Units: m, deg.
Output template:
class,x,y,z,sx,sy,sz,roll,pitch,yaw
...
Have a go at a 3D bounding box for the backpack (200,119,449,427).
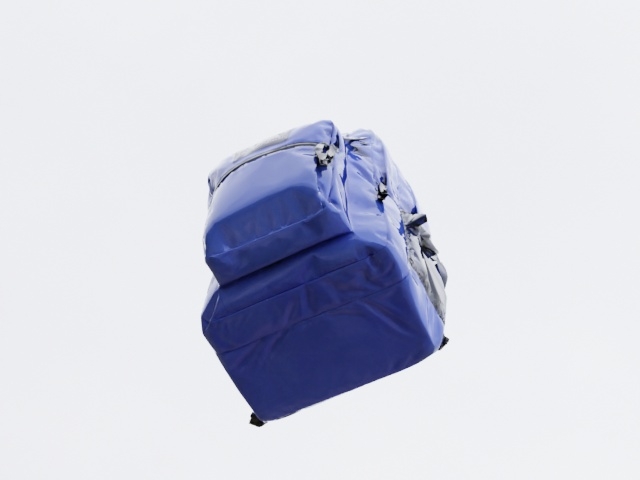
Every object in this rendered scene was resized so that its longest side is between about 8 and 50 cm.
class,x,y,z,sx,sy,sz,roll,pitch,yaw
backpack,0.000,0.000,0.790,0.098,0.120,0.101,-18,-65,12
